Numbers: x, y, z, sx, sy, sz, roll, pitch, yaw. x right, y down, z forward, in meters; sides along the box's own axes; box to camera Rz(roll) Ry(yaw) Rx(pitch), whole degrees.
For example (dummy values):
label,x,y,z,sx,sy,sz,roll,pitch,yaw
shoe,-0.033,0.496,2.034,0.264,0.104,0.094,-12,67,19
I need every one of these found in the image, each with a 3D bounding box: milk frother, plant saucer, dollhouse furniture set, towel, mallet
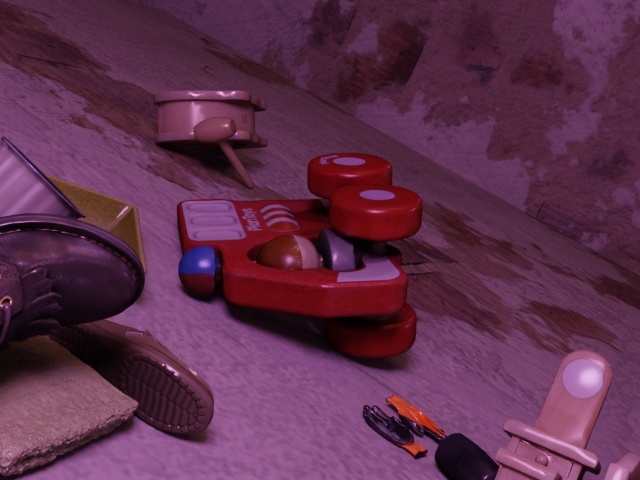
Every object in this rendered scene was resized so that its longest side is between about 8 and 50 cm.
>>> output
label,x,y,z,sx,sy,sz,roll,pitch,yaw
milk frother,-0.260,-0.005,0.708,0.143,0.135,0.129,40,-10,35
plant saucer,-0.269,-0.014,0.901,0.188,0.045,0.188,20,16,-21
dollhouse furniture set,0.250,0.130,0.594,0.303,0.174,0.355,20,-12,25
towel,-0.200,0.108,0.633,0.110,0.027,0.148,30,15,16
mallet,0.189,0.221,0.862,0.190,0.039,0.062,20,14,-34

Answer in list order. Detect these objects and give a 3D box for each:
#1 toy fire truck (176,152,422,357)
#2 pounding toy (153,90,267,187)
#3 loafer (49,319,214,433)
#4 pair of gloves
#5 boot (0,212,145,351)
label,x,y,z,sx,sy,sz,roll,pitch,yaw
toy fire truck,-0.031,0.014,1.029,0.254,0.169,0.302,-3,21,-10
pounding toy,-0.180,-0.159,1.496,0.154,0.155,0.269,-1,1,10
loafer,-0.138,0.095,0.716,0.148,0.056,0.050,30,22,16
pair of gloves,0.081,0.176,0.882,0.074,0.010,0.083,35,20,27
boot,-0.208,0.087,0.529,0.263,0.091,0.229,-1,38,-27
